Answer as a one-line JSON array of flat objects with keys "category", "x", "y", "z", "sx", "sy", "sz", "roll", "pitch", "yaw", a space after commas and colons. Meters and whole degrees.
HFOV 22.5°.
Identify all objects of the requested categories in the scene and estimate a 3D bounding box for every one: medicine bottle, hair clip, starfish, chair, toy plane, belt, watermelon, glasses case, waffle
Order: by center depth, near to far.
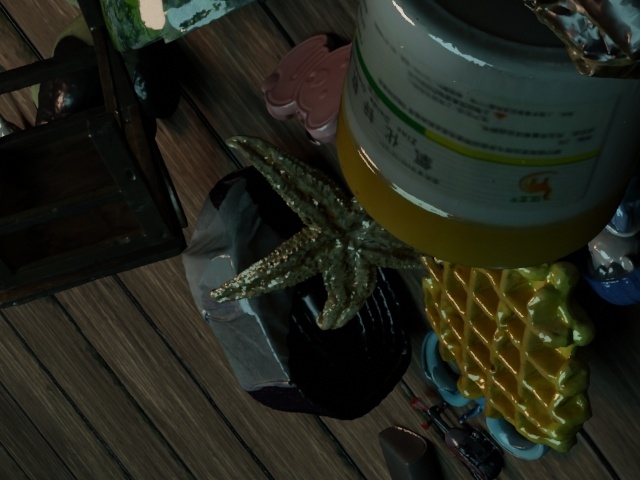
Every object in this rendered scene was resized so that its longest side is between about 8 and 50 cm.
[{"category": "medicine bottle", "x": 0.138, "y": -0.136, "z": 1.208, "sx": 0.238, "sy": 0.238, "sz": 0.232, "roll": 38, "pitch": 149, "yaw": 21}, {"category": "waffle", "x": 0.161, "y": 0.059, "z": 1.492, "sx": 0.283, "sy": 0.065, "sz": 0.309, "roll": 5, "pitch": 116, "yaw": 69}, {"category": "watermelon", "x": -0.123, "y": -0.270, "z": 1.518, "sx": 0.180, "sy": 0.224, "sz": 0.305, "roll": 21, "pitch": 162, "yaw": -32}, {"category": "hair clip", "x": 0.001, "y": -0.149, "z": 1.527, "sx": 0.138, "sy": 0.123, "sz": 0.102, "roll": 31, "pitch": 167, "yaw": 23}, {"category": "starfish", "x": 0.000, "y": 0.004, "z": 1.572, "sx": 0.295, "sy": 0.048, "sz": 0.231, "roll": 28, "pitch": 119, "yaw": -30}, {"category": "chair", "x": -0.253, "y": -0.038, "z": 1.660, "sx": 0.416, "sy": 0.203, "sz": 0.240, "roll": 72, "pitch": 180, "yaw": -51}, {"category": "belt", "x": -0.034, "y": 0.057, "z": 1.744, "sx": 0.164, "sy": 0.184, "sz": 0.289, "roll": -2, "pitch": 118, "yaw": 61}, {"category": "toy plane", "x": 0.158, "y": 0.227, "z": 1.826, "sx": 0.145, "sy": 0.037, "sz": 0.060, "roll": 45, "pitch": 162, "yaw": 1}, {"category": "glasses case", "x": 0.121, "y": 0.313, "z": 1.971, "sx": 0.072, "sy": 0.042, "sz": 0.190, "roll": 28, "pitch": 145, "yaw": 46}]

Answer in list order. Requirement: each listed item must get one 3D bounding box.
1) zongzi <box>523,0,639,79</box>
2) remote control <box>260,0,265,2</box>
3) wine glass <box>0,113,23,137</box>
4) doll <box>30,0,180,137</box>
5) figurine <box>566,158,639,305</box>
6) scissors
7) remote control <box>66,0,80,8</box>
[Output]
[{"category": "zongzi", "x": 0.156, "y": -0.248, "z": 1.103, "sx": 0.317, "sy": 0.154, "sz": 0.289, "roll": -177, "pitch": 83, "yaw": -68}, {"category": "remote control", "x": -0.083, "y": -0.269, "z": 1.593, "sx": 0.091, "sy": 0.016, "sz": 0.034, "roll": 36, "pitch": 136, "yaw": 23}, {"category": "wine glass", "x": -0.412, "y": -0.137, "z": 2.170, "sx": 0.066, "sy": 0.066, "sz": 0.198, "roll": 3, "pitch": 129, "yaw": 53}, {"category": "doll", "x": -0.254, "y": -0.176, "z": 1.832, "sx": 0.234, "sy": 0.144, "sz": 0.135, "roll": 137, "pitch": 125, "yaw": -61}, {"category": "figurine", "x": 0.255, "y": -0.017, "z": 1.370, "sx": 0.087, "sy": 0.086, "sz": 0.149, "roll": 0, "pitch": 122, "yaw": 5}, {"category": "scissors", "x": 0.207, "y": 0.108, "z": 1.617, "sx": 0.180, "sy": 0.032, "sz": 0.393, "roll": 45, "pitch": 152, "yaw": 9}, {"category": "remote control", "x": -0.290, "y": -0.360, "z": 1.754, "sx": 0.098, "sy": 0.038, "sz": 0.233, "roll": 36, "pitch": 150, "yaw": 24}]
